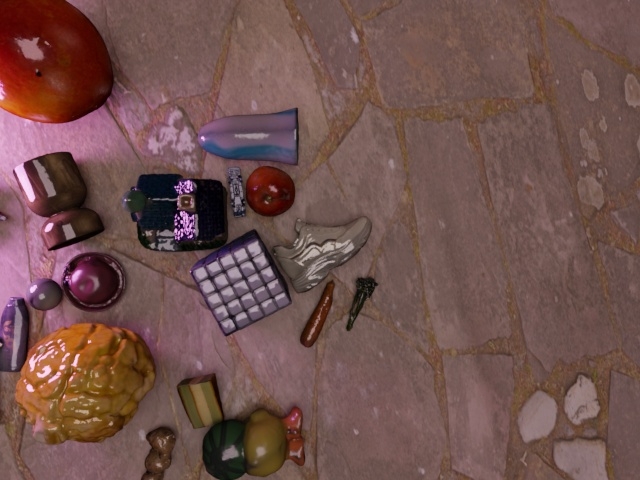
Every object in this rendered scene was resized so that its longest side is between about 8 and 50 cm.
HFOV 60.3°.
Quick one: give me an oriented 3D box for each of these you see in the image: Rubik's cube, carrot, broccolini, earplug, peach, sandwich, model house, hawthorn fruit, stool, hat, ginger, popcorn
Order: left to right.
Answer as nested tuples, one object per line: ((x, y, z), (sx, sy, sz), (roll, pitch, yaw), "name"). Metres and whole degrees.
((-0.802, -0.528, 1.616), (0.388, 0.388, 0.388), (0, 91, -6), "peach")
((-0.806, -0.121, 1.703), (0.179, 0.179, 0.264), (-22, 93, -5), "stool")
((-0.706, 0.418, 1.641), (0.390, 0.344, 0.354), (-45, 101, 2), "popcorn")
((-0.731, 0.134, 1.761), (0.205, 0.089, 0.205), (0, 91, -5), "hat")
((-0.533, 0.715, 1.799), (0.104, 0.080, 0.204), (9, 88, 18), "ginger")
((-0.444, -0.091, 1.699), (0.298, 0.284, 0.243), (-1, 86, -6), "model house")
((-0.385, 0.533, 1.780), (0.117, 0.144, 0.187), (-11, 92, -4), "sandwich")
((-0.245, 0.126, 1.733), (0.237, 0.237, 0.238), (-28, 100, -5), "Rubik's cube")
((-0.232, -0.337, 1.774), (0.324, 0.185, 0.185), (1, 91, 0), "earplug")
((-0.159, -0.156, 1.775), (0.173, 0.173, 0.173), (0, 91, -6), "hawthorn fruit")
((-0.003, 0.248, 1.861), (0.059, 0.059, 0.248), (25, 85, -6), "carrot")
((0.128, 0.214, 1.887), (0.074, 0.058, 0.201), (26, 104, 8), "broccolini")

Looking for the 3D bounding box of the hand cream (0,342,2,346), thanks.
((-1.057, 0.369, 1.667), (0.076, 0.047, 0.174), (37, 69, -14), "hand cream")

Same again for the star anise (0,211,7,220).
((-1.092, -0.097, 1.715), (0.229, 0.093, 0.236), (10, 88, -6), "star anise")

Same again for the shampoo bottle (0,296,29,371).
((-0.977, 0.299, 1.756), (0.087, 0.049, 0.234), (5, 91, -3), "shampoo bottle")

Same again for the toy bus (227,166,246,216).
((-0.276, -0.160, 1.816), (0.047, 0.065, 0.166), (-7, 94, -6), "toy bus")

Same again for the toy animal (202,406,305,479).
((-0.215, 0.665, 1.775), (0.338, 0.191, 0.216), (-7, 92, -6), "toy animal")

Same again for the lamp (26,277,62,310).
((-0.872, 0.171, 1.739), (0.105, 0.105, 0.105), (0, 91, -6), "lamp")

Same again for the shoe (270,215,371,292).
((0.000, 0.000, 1.815), (0.342, 0.132, 0.210), (-39, 97, -1), "shoe")
